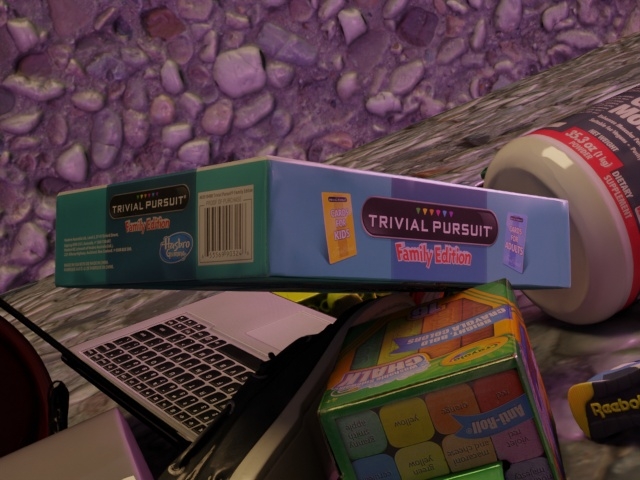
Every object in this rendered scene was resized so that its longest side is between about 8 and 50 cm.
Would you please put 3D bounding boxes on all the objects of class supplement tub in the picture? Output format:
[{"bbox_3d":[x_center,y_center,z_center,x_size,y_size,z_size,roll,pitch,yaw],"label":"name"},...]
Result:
[{"bbox_3d":[0.316,-0.051,0.994,0.272,0.191,0.191,-25,11,-20],"label":"supplement tub"}]

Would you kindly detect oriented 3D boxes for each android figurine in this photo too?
[{"bbox_3d":[-0.021,0.075,1.351,0.248,0.056,0.273,-22,13,-4],"label":"android figurine"}]

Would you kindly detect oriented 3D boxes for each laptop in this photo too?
[{"bbox_3d":[-0.172,0.048,1.026,0.408,0.236,0.382,-19,20,-29],"label":"laptop"}]

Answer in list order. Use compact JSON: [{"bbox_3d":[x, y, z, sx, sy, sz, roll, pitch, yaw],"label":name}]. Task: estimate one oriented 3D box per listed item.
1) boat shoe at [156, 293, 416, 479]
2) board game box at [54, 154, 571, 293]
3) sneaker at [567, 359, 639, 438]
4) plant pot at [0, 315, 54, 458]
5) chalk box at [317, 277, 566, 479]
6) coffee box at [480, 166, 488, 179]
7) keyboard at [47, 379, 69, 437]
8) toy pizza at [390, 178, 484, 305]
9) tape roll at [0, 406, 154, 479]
[{"bbox_3d":[-0.020,0.141,0.831,0.113,0.127,0.340,0,29,29],"label":"boat shoe"},{"bbox_3d":[0.000,0.000,0.817,0.336,0.079,0.254,4,-6,-44],"label":"board game box"},{"bbox_3d":[0.239,0.104,0.705,0.059,0.053,0.144,-15,-1,-32],"label":"sneaker"},{"bbox_3d":[-0.397,0.179,1.034,0.275,0.275,0.243,-22,1,-10],"label":"plant pot"},{"bbox_3d":[0.084,0.129,0.670,0.132,0.132,0.213,-17,10,11],"label":"chalk box"},{"bbox_3d":[0.308,-0.065,1.295,0.184,0.113,0.040,-17,12,23],"label":"coffee box"},{"bbox_3d":[-0.292,0.183,0.827,0.201,0.033,0.317,-5,52,-10],"label":"keyboard"},{"bbox_3d":[0.139,0.026,1.070,0.032,0.201,0.201,34,40,23],"label":"toy pizza"},{"bbox_3d":[-0.080,0.188,0.447,0.072,0.219,0.219,-22,11,-13],"label":"tape roll"}]
